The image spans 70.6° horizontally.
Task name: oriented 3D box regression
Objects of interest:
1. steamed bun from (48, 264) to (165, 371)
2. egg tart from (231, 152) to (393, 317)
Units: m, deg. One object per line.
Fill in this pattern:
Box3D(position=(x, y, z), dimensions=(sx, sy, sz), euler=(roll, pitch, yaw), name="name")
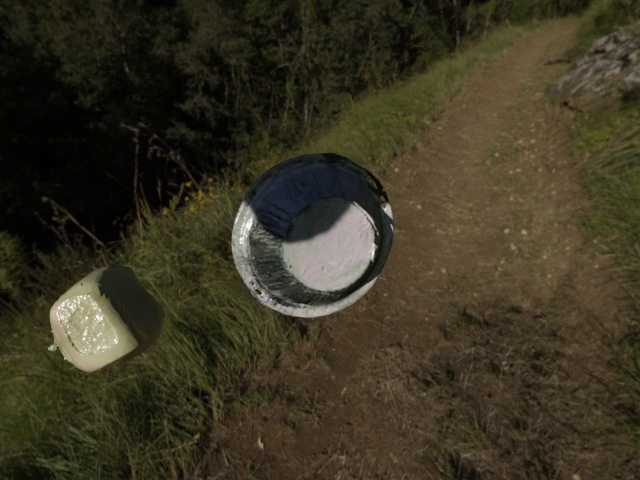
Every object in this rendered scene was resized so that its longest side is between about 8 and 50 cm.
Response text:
Box3D(position=(-0.397, 0.146, 0.828), dimensions=(0.153, 0.169, 0.239), euler=(-32, 9, -6), name="steamed bun")
Box3D(position=(0.000, 0.000, 0.608), dimensions=(0.234, 0.233, 0.094), euler=(-9, 16, -17), name="egg tart")
